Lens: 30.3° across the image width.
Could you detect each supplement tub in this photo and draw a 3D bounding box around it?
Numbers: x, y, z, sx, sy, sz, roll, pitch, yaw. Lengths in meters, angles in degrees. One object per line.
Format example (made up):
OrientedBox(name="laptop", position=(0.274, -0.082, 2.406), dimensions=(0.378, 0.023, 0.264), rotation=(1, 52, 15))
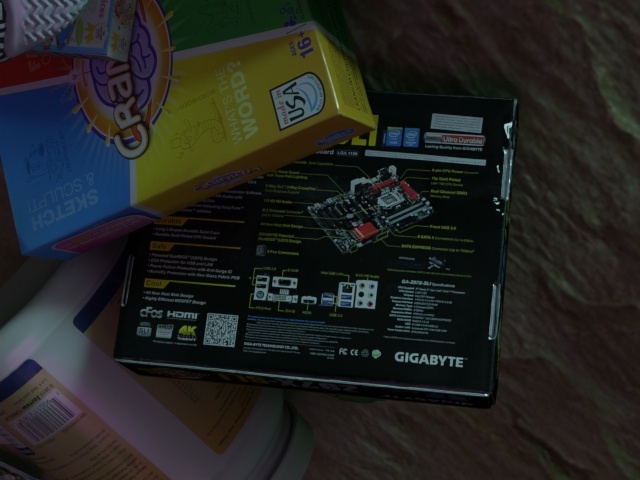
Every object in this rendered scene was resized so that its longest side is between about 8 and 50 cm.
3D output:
OrientedBox(name="supplement tub", position=(-0.181, 0.152, 1.166), dimensions=(0.228, 0.228, 0.316), rotation=(-33, 111, 30))

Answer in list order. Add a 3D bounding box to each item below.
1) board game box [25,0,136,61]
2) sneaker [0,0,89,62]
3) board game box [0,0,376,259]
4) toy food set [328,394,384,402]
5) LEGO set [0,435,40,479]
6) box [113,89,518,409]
OrientedBox(name="board game box", position=(-0.192, -0.224, 0.951), dimensions=(0.103, 0.026, 0.154), rotation=(9, 90, 29))
OrientedBox(name="sneaker", position=(-0.327, -0.236, 0.940), dimensions=(0.366, 0.210, 0.137), rotation=(0, 124, 17))
OrientedBox(name="board game box", position=(-0.133, -0.147, 0.966), dimensions=(0.316, 0.064, 0.242), rotation=(-22, 76, 25))
OrientedBox(name="toy food set", position=(0.008, 0.102, 1.155), dimensions=(0.218, 0.128, 0.071), rotation=(18, 135, 2))
OrientedBox(name="LEGO set", position=(-0.366, 0.222, 1.386), dimensions=(0.244, 0.060, 0.182), rotation=(28, 138, -5))
OrientedBox(name="box", position=(0.000, 0.000, 1.014), dimensions=(0.322, 0.257, 0.079), rotation=(4, 164, 10))
